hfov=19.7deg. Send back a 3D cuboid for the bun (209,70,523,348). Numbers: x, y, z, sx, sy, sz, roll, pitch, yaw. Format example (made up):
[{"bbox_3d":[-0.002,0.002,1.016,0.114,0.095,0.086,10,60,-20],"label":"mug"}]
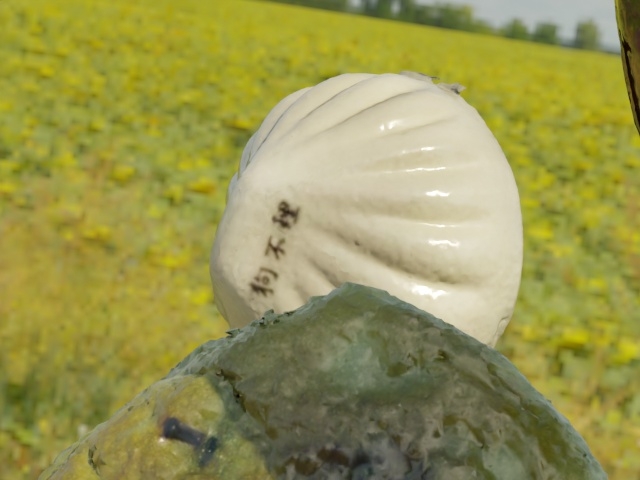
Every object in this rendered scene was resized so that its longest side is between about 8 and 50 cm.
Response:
[{"bbox_3d":[0.000,0.000,1.329,0.175,0.263,0.263,4,8,-43],"label":"bun"}]

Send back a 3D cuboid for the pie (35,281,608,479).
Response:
[{"bbox_3d":[-0.012,0.174,0.849,0.323,0.323,0.070,11,-23,18],"label":"pie"}]

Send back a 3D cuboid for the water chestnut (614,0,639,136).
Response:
[{"bbox_3d":[0.297,-0.118,0.694,0.335,0.335,0.347,4,-6,-33],"label":"water chestnut"}]
